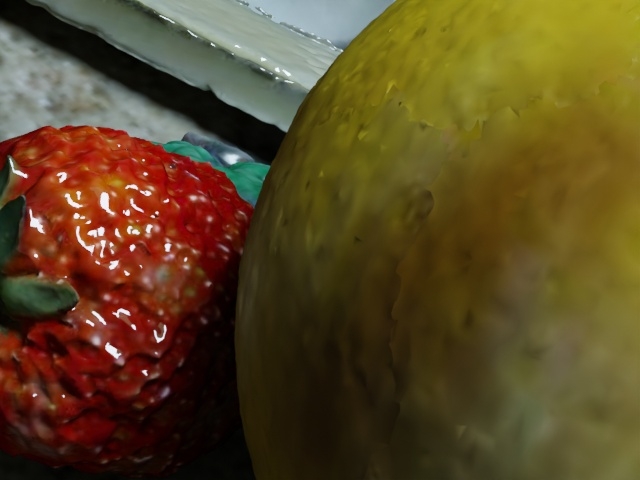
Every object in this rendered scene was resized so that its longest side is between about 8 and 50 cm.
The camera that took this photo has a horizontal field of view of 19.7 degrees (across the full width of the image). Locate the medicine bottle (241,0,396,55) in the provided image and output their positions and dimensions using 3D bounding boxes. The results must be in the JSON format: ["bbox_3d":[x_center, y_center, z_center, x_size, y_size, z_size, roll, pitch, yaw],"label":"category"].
[{"bbox_3d":[0.047,-0.206,0.974,0.144,0.144,0.252,35,43,8],"label":"medicine bottle"}]

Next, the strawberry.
[{"bbox_3d":[-0.070,0.025,0.685,0.148,0.131,0.131,13,42,-13],"label":"strawberry"}]

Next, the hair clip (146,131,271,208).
[{"bbox_3d":[-0.001,0.002,0.807,0.195,0.052,0.124,20,14,-3],"label":"hair clip"}]

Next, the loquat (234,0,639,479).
[{"bbox_3d":[0.120,0.072,0.609,0.328,0.359,0.328,29,-2,1],"label":"loquat"}]

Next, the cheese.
[{"bbox_3d":[-0.051,-0.094,0.868,0.400,0.034,0.085,26,25,1],"label":"cheese"}]
